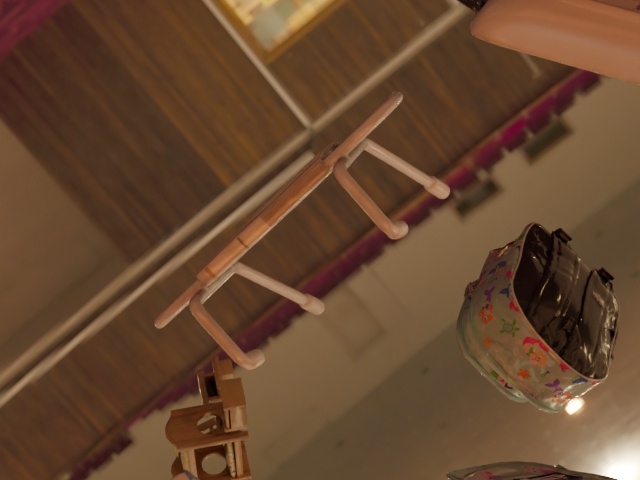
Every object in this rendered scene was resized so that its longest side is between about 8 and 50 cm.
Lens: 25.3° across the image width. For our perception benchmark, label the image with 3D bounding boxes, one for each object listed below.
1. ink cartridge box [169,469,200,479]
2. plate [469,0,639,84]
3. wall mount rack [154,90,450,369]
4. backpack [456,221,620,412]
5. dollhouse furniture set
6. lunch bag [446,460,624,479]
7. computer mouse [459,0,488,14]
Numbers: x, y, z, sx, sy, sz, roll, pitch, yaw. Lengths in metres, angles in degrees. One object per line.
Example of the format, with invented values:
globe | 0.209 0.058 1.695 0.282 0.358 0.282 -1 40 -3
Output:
ink cartridge box | -0.117 0.457 1.320 0.270 0.395 0.151 -35 161 -3
plate | 0.297 -0.214 1.203 0.278 0.277 0.045 -55 158 -47
wall mount rack | 0.000 0.000 1.481 0.350 0.130 0.304 -42 -179 17
backpack | 0.313 0.124 2.062 0.191 0.225 0.253 -41 -167 27
dollhouse furniture set | -0.154 0.201 1.822 0.101 0.182 0.161 -9 -128 -8
lunch bag | 0.196 0.314 1.388 0.262 0.160 0.223 -42 -162 -24
computer mouse | 0.170 -0.265 1.546 0.262 0.184 0.060 -5 123 -52
